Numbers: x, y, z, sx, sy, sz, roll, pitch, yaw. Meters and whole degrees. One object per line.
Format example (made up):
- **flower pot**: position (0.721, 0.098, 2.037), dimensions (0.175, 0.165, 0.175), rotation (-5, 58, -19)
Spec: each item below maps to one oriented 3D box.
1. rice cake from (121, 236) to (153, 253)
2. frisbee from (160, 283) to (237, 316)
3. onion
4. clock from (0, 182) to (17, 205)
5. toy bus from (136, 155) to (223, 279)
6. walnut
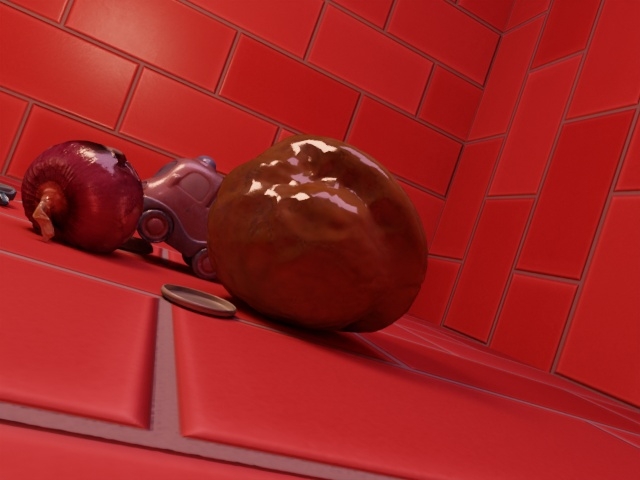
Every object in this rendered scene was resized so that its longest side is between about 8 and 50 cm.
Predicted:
- **rice cake**: position (-0.447, -0.005, 0.976), dimensions (0.047, 0.036, 0.207), rotation (32, 5, 34)
- **frisbee**: position (-0.171, 0.086, 0.646), dimensions (0.110, 0.014, 0.110), rotation (20, -2, 1)
- **onion**: position (-0.422, -0.090, 0.829), dimensions (0.208, 0.200, 0.201), rotation (29, 5, 41)
- **clock**: position (-0.737, -0.111, 1.012), dimensions (0.147, 0.045, 0.108), rotation (18, -2, 43)
- **toy bus**: position (-0.276, -0.064, 1.036), dimensions (0.294, 0.231, 0.197), rotation (39, -10, -21)
- **walnut**: position (-0.015, -0.002, 0.816), dimensions (0.384, 0.382, 0.383), rotation (19, -3, 1)
